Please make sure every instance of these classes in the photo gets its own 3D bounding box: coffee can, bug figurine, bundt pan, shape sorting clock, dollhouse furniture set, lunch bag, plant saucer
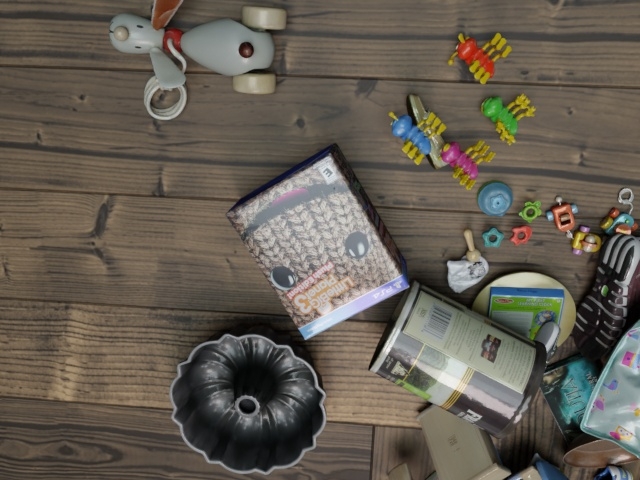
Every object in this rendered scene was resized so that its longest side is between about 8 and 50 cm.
[{"bbox_3d":[0.259,0.225,1.199,0.275,0.201,0.201,27,107,6],"label":"coffee can"},{"bbox_3d":[0.255,-0.225,1.123,0.216,0.072,0.279,44,81,-19],"label":"bug figurine"},{"bbox_3d":[-0.145,0.323,1.324,0.331,0.124,0.330,1,106,4],"label":"bundt pan"},{"bbox_3d":[0.410,0.154,1.265,0.206,0.040,0.206,3,119,6],"label":"shape sorting clock"},{"bbox_3d":[0.341,0.504,1.350,0.303,0.198,0.286,34,115,-32],"label":"dollhouse furniture set"},{"bbox_3d":[0.621,0.246,1.162,0.160,0.223,0.262,22,103,38],"label":"lunch bag"},{"bbox_3d":[0.601,0.425,1.291,0.199,0.036,0.198,-2,142,-2],"label":"plant saucer"}]

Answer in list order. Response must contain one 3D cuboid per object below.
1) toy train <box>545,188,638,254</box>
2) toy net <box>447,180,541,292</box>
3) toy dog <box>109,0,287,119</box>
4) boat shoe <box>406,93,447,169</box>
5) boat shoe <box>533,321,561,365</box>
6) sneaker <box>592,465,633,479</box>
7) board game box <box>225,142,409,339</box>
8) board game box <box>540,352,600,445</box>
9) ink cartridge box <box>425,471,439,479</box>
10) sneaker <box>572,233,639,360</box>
[{"bbox_3d":[0.528,-0.035,1.195,0.166,0.046,0.125,-14,105,9],"label":"toy train"},{"bbox_3d":[0.332,0.004,1.229,0.122,0.045,0.232,23,109,-4],"label":"toy net"},{"bbox_3d":[-0.220,-0.345,1.111,0.334,0.161,0.220,-13,105,9],"label":"toy dog"},{"bbox_3d":[0.206,-0.209,1.171,0.048,0.056,0.153,-26,104,2],"label":"boat shoe"},{"bbox_3d":[0.450,0.219,1.247,0.040,0.049,0.142,11,126,-5],"label":"boat shoe"},{"bbox_3d":[0.611,0.546,1.353,0.059,0.053,0.144,25,104,-17],"label":"sneaker"},{"bbox_3d":[0.000,0.000,1.204,0.232,0.141,0.291,-30,102,13],"label":"board game box"},{"bbox_3d":[0.544,0.335,1.315,0.126,0.026,0.186,-27,102,12],"label":"board game box"},{"bbox_3d":[0.260,0.662,1.430,0.181,0.056,0.224,38,111,-7],"label":"ink cartridge box"},{"bbox_3d":[0.608,0.114,1.208,0.163,0.106,0.281,-5,124,-17],"label":"sneaker"}]
